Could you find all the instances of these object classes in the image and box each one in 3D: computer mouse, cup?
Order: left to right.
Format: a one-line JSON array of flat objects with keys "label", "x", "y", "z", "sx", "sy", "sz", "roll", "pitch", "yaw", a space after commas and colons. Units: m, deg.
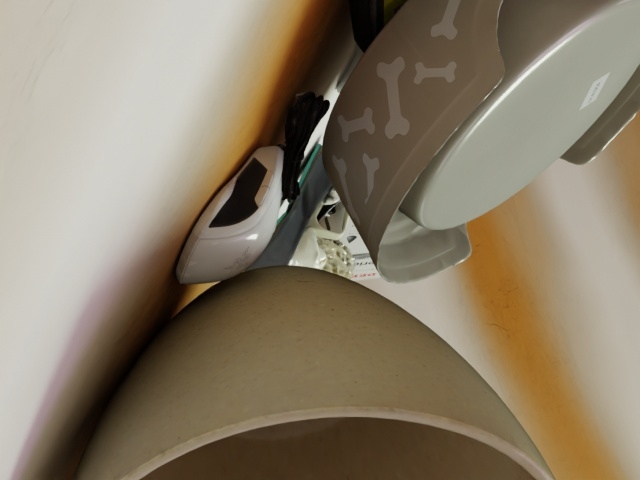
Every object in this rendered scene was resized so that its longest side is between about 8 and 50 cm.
[{"label": "computer mouse", "x": -0.043, "y": -0.026, "z": 0.823, "sx": 0.193, "sy": 0.042, "sz": 0.106, "roll": -57, "pitch": 176, "yaw": -49}, {"label": "cup", "x": -0.019, "y": 0.153, "z": 0.809, "sx": 0.237, "sy": 0.331, "sz": 0.331, "roll": -104, "pitch": -146, "yaw": -52}]

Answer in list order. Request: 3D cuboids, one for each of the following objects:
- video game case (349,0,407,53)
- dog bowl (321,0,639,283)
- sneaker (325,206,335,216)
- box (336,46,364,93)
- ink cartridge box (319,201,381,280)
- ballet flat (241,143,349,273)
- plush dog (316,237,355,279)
[{"label": "video game case", "x": 0.127, "y": -0.241, "z": 0.860, "sx": 0.248, "sy": 0.035, "sz": 0.275, "roll": -38, "pitch": 177, "yaw": 1}, {"label": "dog bowl", "x": 0.148, "y": -0.120, "z": 0.917, "sx": 0.349, "sy": 0.102, "sz": 0.349, "roll": -36, "pitch": 161, "yaw": -14}, {"label": "sneaker", "x": -0.001, "y": -0.036, "z": 1.374, "sx": 0.032, "sy": 0.037, "sz": 0.083, "roll": -61, "pitch": 178, "yaw": -24}, {"label": "box", "x": 0.123, "y": -0.157, "z": 1.133, "sx": 0.203, "sy": 0.103, "sz": 0.114, "roll": 1, "pitch": 120, "yaw": -61}, {"label": "ink cartridge box", "x": 0.081, "y": -0.031, "z": 1.471, "sx": 0.219, "sy": 0.160, "sz": 0.092, "roll": 110, "pitch": -28, "yaw": -63}, {"label": "ballet flat", "x": -0.015, "y": -0.010, "z": 1.124, "sx": 0.203, "sy": 0.074, "sz": 0.074, "roll": -59, "pitch": 176, "yaw": -32}, {"label": "plush dog", "x": 0.009, "y": 0.130, "z": 1.281, "sx": 0.210, "sy": 0.225, "sz": 0.262, "roll": -62, "pitch": 177, "yaw": 12}]
